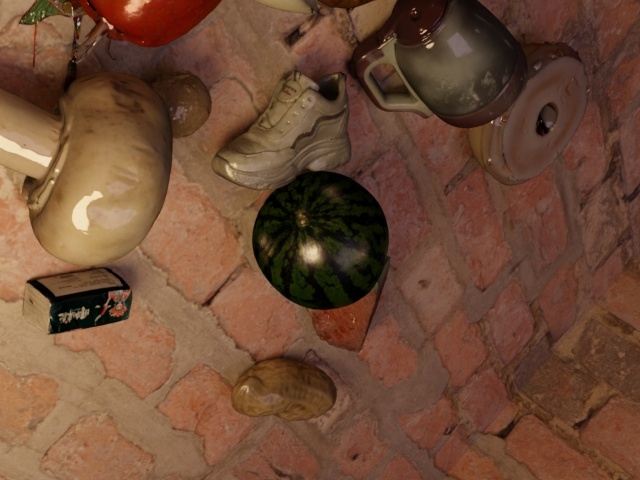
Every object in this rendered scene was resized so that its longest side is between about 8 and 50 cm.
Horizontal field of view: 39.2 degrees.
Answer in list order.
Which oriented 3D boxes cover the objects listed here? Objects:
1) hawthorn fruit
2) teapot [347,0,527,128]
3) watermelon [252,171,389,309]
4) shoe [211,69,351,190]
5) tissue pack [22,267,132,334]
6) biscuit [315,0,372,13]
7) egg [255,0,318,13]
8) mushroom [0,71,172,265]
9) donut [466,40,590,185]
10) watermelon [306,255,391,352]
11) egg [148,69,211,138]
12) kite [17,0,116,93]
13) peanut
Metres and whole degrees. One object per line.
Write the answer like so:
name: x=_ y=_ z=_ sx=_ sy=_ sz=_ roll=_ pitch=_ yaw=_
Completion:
hawthorn fruit: x=-0.270 y=-0.381 z=1.350 sx=0.299 sy=0.211 sz=0.211 roll=-52 pitch=142 yaw=1
teapot: x=0.230 y=-0.386 z=1.883 sx=0.315 sy=0.233 sz=0.312 roll=-34 pitch=139 yaw=20
watermelon: x=0.000 y=0.000 z=1.858 sx=0.285 sy=0.285 sz=0.285 roll=-26 pitch=134 yaw=-31
shoe: x=-0.069 y=-0.228 z=1.742 sx=0.342 sy=0.132 sz=0.211 roll=-21 pitch=127 yaw=-40
tissue pack: x=-0.438 y=0.110 z=1.628 sx=0.170 sy=0.103 sz=0.090 roll=-11 pitch=118 yaw=-42
biscuit: x=0.093 y=-0.600 z=1.632 sx=0.268 sy=0.115 sz=0.366 roll=-12 pitch=127 yaw=-39
egg: x=-0.096 y=-0.503 z=1.463 sx=0.206 sy=0.161 sz=0.271 roll=-13 pitch=102 yaw=-69
mushroom: x=-0.401 y=-0.131 z=1.385 sx=0.336 sy=0.314 sz=0.314 roll=23 pitch=101 yaw=-23
donut: x=0.515 y=-0.324 z=2.251 sx=0.382 sy=0.142 sz=0.383 roll=-27 pitch=136 yaw=-30
watermelon: x=0.060 y=0.150 z=2.143 sx=0.140 sy=0.193 sz=0.257 roll=-58 pitch=152 yaw=-51
egg: x=-0.249 y=-0.235 z=1.554 sx=0.118 sy=0.116 sz=0.140 roll=-33 pitch=167 yaw=39
kite: x=-0.385 y=-0.335 z=1.423 sx=0.198 sy=0.006 sz=0.244 roll=-16 pitch=128 yaw=-39
peanut: x=-0.089 y=0.362 z=2.152 sx=0.325 sy=0.140 sz=0.153 roll=8 pitch=128 yaw=-47
